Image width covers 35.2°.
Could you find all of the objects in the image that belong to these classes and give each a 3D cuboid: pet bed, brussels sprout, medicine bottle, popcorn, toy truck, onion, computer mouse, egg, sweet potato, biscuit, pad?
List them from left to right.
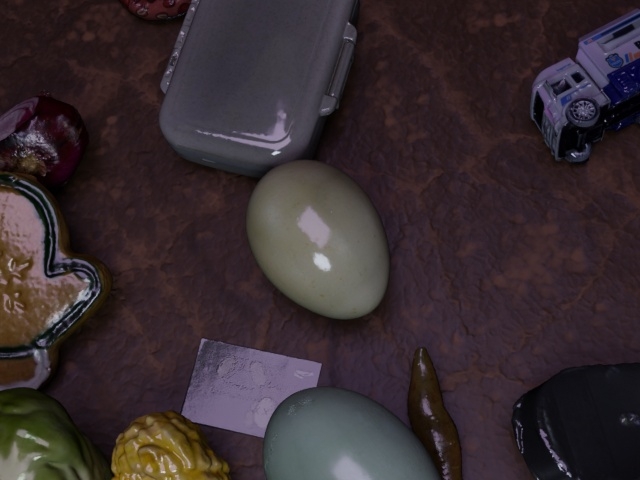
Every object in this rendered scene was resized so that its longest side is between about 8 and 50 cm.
[{"bbox_3d":[-0.456,0.070,1.494,0.287,0.057,0.343,5,90,5],"label":"biscuit"},{"bbox_3d":[-0.389,0.356,1.327,0.243,0.274,0.316,-5,73,-19],"label":"brussels sprout"},{"bbox_3d":[-0.443,-0.160,1.603,0.173,0.135,0.198,-20,29,17],"label":"onion"},{"bbox_3d":[-0.267,-0.462,1.721,0.201,0.053,0.201,-4,68,10],"label":"pet bed"},{"bbox_3d":[-0.201,0.318,1.378,0.180,0.170,0.180,9,34,-6],"label":"popcorn"},{"bbox_3d":[-0.103,0.222,1.482,0.190,0.004,0.127,10,72,10],"label":"pad"},{"bbox_3d":[-0.092,-0.285,1.599,0.282,0.123,0.375,13,71,12],"label":"medicine bottle"},{"bbox_3d":[0.000,0.000,1.452,0.189,0.188,0.253,-36,77,-7],"label":"egg"},{"bbox_3d":[0.043,0.316,1.325,0.203,0.203,0.283,-43,75,-9],"label":"egg"},{"bbox_3d":[0.163,0.284,1.400,0.067,0.067,0.273,-10,73,2],"label":"sweet potato"},{"bbox_3d":[0.443,-0.244,1.530,0.268,0.124,0.155,-27,63,-6],"label":"toy truck"},{"bbox_3d":[0.404,0.258,1.375,0.295,0.087,0.168,-6,63,-10],"label":"computer mouse"}]
